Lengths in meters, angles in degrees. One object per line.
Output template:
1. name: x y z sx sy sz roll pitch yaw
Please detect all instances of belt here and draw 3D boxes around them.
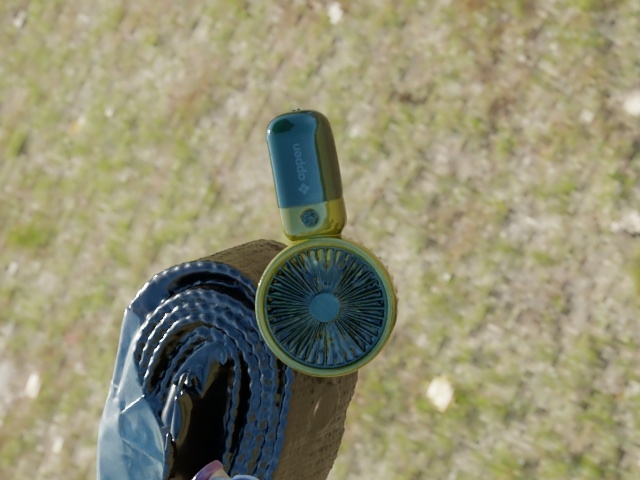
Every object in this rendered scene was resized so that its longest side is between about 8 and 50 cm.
1. belt: -0.086 0.147 1.380 0.184 0.164 0.289 22 109 25

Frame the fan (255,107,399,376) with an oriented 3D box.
1. fan: 0.000 0.000 0.963 0.039 0.082 0.155 -43 -55 -78

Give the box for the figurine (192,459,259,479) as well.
1. figurine: -0.072 0.209 0.952 0.115 0.156 0.094 32 128 23
